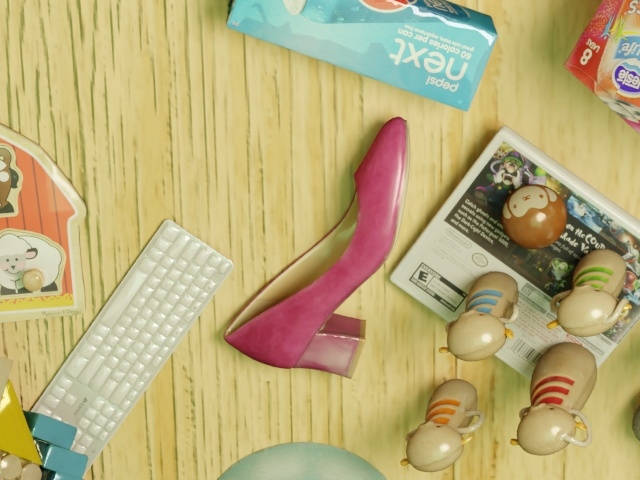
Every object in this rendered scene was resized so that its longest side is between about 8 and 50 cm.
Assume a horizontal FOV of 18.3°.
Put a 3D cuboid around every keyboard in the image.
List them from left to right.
[{"bbox_3d":[-0.175,0.099,1.739,0.072,0.014,0.256,33,106,-12],"label":"keyboard"}]

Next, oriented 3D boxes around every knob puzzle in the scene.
[{"bbox_3d":[-0.295,-0.017,1.687,0.213,0.030,0.213,0,110,0],"label":"knob puzzle"}]

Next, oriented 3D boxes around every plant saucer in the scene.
[{"bbox_3d":[-0.017,0.276,1.792,0.195,0.037,0.195,0,109,0],"label":"plant saucer"}]

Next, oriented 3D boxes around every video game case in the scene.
[{"bbox_3d":[0.182,0.023,1.679,0.190,0.022,0.173,36,117,0],"label":"video game case"}]

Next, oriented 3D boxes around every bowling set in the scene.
[{"bbox_3d":[0.170,0.070,1.603,0.287,0.154,0.200,-19,106,21],"label":"bowling set"}]

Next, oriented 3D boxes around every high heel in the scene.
[{"bbox_3d":[0.000,0.000,1.677,0.117,0.082,0.244,14,117,-4],"label":"high heel"}]

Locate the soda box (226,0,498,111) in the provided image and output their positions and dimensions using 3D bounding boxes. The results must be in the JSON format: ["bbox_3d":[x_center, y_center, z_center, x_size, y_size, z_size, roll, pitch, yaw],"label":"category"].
[{"bbox_3d":[0.033,-0.178,1.614,0.210,0.067,0.071,19,109,-8],"label":"soda box"}]

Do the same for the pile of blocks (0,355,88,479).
[{"bbox_3d":[-0.261,0.251,1.752,0.149,0.113,0.362,-20,104,-33],"label":"pile of blocks"}]

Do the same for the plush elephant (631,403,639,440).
[{"bbox_3d":[0.477,0.197,1.658,0.255,0.330,0.272,26,114,-35],"label":"plush elephant"}]

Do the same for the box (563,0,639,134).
[{"bbox_3d":[0.331,-0.127,1.549,0.257,0.122,0.128,16,112,-41],"label":"box"}]
